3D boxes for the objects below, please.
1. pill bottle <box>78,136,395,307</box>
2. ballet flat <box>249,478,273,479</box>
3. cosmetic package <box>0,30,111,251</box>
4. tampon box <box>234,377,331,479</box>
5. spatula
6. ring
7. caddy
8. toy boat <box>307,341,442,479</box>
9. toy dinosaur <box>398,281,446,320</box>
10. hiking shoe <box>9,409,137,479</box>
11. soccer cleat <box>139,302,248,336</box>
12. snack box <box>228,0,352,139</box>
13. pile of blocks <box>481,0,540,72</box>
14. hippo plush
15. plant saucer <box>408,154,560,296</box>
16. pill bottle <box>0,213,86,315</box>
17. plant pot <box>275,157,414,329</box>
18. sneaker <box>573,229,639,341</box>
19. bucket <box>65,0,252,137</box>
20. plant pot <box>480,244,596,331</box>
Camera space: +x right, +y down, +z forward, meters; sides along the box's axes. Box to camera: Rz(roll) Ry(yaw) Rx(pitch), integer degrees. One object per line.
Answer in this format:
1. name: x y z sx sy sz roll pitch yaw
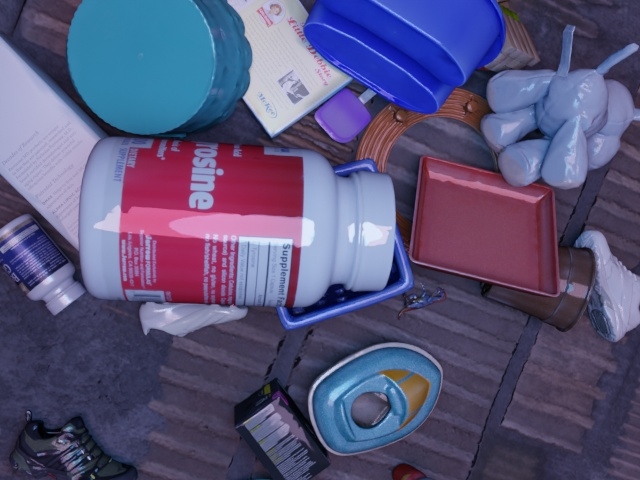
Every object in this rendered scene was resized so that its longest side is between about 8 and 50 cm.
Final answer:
1. pill bottle: -0.111 -0.022 0.997 0.408 0.229 0.228 3 94 -7
2. ballet flat: -0.216 0.543 1.303 0.349 0.123 0.123 -18 96 -7
3. cosmetic package: -0.452 -0.168 1.162 0.156 0.217 0.385 -45 97 -3
4. tampon box: -0.072 0.356 1.294 0.101 0.120 0.161 -35 98 -3
5. spatula: 0.119 -0.298 1.318 0.296 0.030 0.084 -42 99 -3
6. ring: 0.232 -0.126 1.346 0.337 0.032 0.336 -1 94 -8
7. caddy: 0.139 -0.374 1.179 0.341 0.241 0.179 31 70 -5
8. toy boat: 0.136 0.347 1.301 0.268 0.148 0.318 -25 99 -13
9. toy dinosaur: 0.199 0.114 1.365 0.082 0.047 0.090 10 126 -17
10. hiking shoe: -0.434 0.380 1.266 0.227 0.086 0.114 17 95 -8
11. soccer cleat: -0.230 0.139 1.290 0.197 0.068 0.076 1 99 -1
12. snack box: -0.109 -0.365 1.268 0.187 0.060 0.321 -36 98 -3
13. pile of blocks: 0.258 -0.451 1.303 0.113 0.149 0.362 -32 88 39
14. hippo plush: 0.449 -0.238 1.291 0.237 0.234 0.294 -11 125 -46
15. plant saucer: 0.286 -0.020 1.250 0.259 0.047 0.259 14 50 -2
16. pill bottle: -0.491 0.045 1.230 0.094 0.094 0.169 -38 98 -3
17. plant pot: 0.000 0.000 1.233 0.236 0.212 0.235 -19 96 -7
18. sneaker: 0.572 0.076 1.386 0.115 0.090 0.232 -24 106 -12
19. bucket: -0.261 -0.301 1.153 0.282 0.183 0.280 2 105 9
20. plant pot: 0.398 0.069 1.323 0.165 0.167 0.166 17 92 -2
